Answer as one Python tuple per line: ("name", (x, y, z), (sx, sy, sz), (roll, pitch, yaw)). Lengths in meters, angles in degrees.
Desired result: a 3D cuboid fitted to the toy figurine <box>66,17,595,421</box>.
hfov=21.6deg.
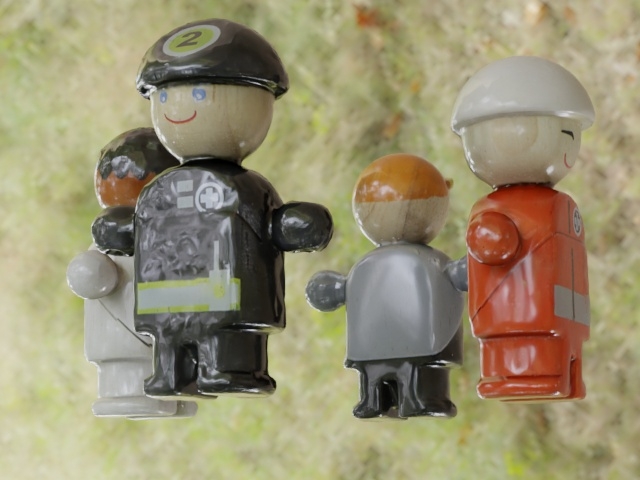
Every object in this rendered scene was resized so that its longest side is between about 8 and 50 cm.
("toy figurine", (0.000, 0.000, 0.726), (0.213, 0.148, 0.209), (2, 170, -17))
